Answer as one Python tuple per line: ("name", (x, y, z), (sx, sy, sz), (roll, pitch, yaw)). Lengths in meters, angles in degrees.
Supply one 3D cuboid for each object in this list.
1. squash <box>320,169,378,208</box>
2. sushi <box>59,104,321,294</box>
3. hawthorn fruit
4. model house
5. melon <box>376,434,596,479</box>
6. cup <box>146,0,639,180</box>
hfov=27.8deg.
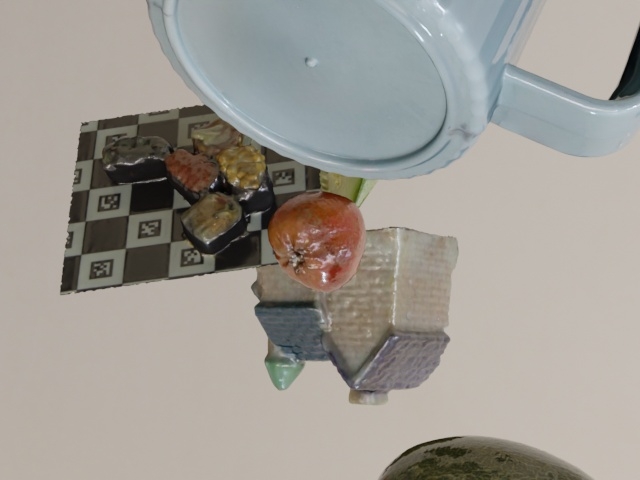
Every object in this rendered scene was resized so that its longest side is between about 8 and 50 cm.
("squash", (0.047, -0.154, 1.749), (0.111, 0.289, 0.203), (24, 164, 48))
("sushi", (-0.181, -0.095, 1.773), (0.359, 0.343, 0.064), (-8, 137, 6))
("hawthorn fruit", (0.000, 0.000, 1.551), (0.128, 0.128, 0.128), (2, 174, 0))
("model house", (0.047, 0.121, 2.085), (0.298, 0.284, 0.243), (-3, 170, 37))
("melon", (0.188, 0.335, 1.398), (0.301, 0.237, 0.237), (18, 179, 20))
("cup", (0.074, -0.210, 0.912), (0.331, 0.311, 0.257), (37, 150, -20))
